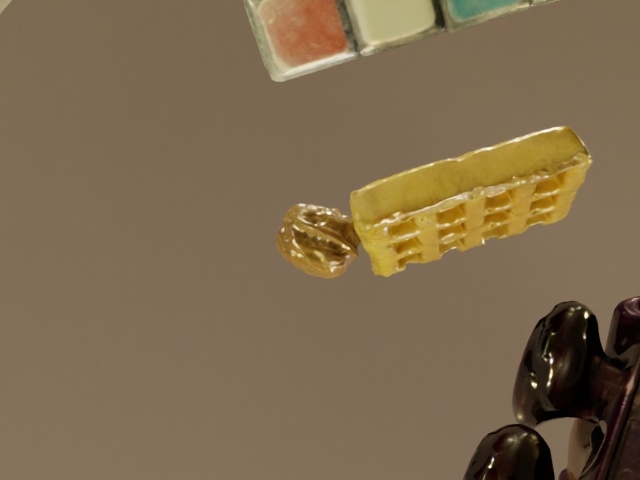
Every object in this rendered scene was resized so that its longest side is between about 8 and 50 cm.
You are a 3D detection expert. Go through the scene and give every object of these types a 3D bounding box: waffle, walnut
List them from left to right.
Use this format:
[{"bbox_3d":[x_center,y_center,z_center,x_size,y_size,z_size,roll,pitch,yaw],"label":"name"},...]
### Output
[{"bbox_3d":[0.000,0.000,1.051,0.096,0.082,0.079,21,-110,20],"label":"walnut"},{"bbox_3d":[0.160,-0.039,1.040,0.248,0.221,0.055,-17,-107,3],"label":"waffle"}]

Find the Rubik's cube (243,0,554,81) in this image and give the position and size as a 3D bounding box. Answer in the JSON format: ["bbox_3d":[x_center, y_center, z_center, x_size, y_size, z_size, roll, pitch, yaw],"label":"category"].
[{"bbox_3d":[0.043,-0.300,0.676,0.253,0.256,0.259,-98,-12,-58],"label":"Rubik's cube"}]

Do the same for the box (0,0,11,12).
[{"bbox_3d":[-0.232,-0.194,0.617,0.067,0.149,0.233,41,-90,-13],"label":"box"}]

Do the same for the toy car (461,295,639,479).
[{"bbox_3d":[0.212,0.195,0.509,0.271,0.240,0.341,18,-145,22],"label":"toy car"}]
